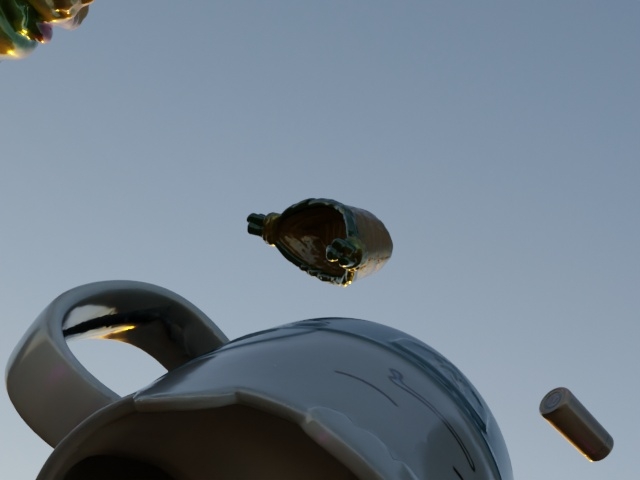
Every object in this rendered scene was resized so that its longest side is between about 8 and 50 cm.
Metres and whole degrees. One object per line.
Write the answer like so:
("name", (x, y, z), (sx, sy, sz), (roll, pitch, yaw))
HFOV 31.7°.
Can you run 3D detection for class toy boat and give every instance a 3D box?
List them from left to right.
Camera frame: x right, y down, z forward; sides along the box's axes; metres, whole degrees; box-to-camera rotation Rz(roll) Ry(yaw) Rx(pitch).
("toy boat", (0.000, 0.000, 1.175), (0.088, 0.089, 0.229), (2, 6, -26))

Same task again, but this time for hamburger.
("hamburger", (-0.298, -0.299, 1.102), (0.148, 0.237, 0.237), (-24, -48, 0))

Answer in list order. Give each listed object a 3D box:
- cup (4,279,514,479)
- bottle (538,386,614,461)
("cup", (-0.035, 0.134, 0.596), (0.289, 0.257, 0.219), (42, -74, 9))
("bottle", (0.300, 0.217, 1.318), (0.096, 0.045, 0.045), (45, -38, -18))
